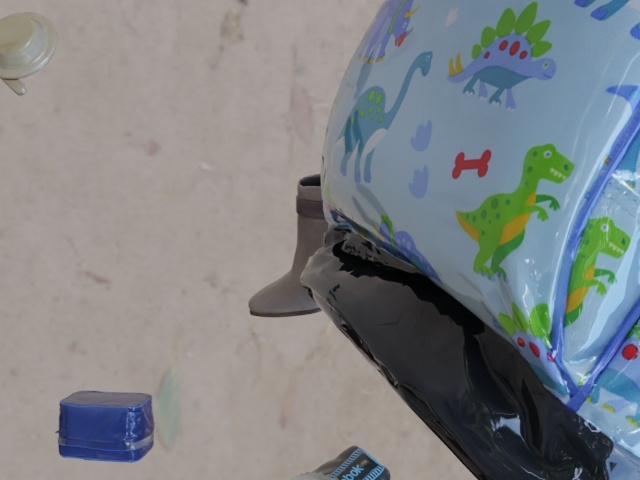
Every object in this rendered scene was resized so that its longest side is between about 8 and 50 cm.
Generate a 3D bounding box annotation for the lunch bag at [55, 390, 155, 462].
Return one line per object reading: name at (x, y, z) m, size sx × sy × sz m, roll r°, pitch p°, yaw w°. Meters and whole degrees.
lunch bag at (-0.217, 0.188, 1.242) m, size 0.067 × 0.098 × 0.065 m, roll -26°, pitch 117°, yaw -77°

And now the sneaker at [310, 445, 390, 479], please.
sneaker at (0.004, 0.323, 1.271) m, size 0.139 × 0.125 × 0.341 m, roll -45°, pitch 166°, yaw -26°

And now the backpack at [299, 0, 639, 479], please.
backpack at (0.148, -0.067, 0.580) m, size 0.355 × 0.290 × 0.273 m, roll -45°, pitch 117°, yaw 0°

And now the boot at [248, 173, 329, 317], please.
boot at (0.000, 0.000, 0.811) m, size 0.042 × 0.118 × 0.087 m, roll -88°, pitch 164°, yaw -64°

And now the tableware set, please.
tableware set at (-0.217, -0.184, 0.877) m, size 0.168 × 0.141 × 0.020 m, roll -50°, pitch 157°, yaw -17°

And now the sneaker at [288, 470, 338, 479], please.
sneaker at (-0.050, 0.277, 0.665) m, size 0.146 × 0.102 × 0.293 m, roll -16°, pitch 114°, yaw -49°
